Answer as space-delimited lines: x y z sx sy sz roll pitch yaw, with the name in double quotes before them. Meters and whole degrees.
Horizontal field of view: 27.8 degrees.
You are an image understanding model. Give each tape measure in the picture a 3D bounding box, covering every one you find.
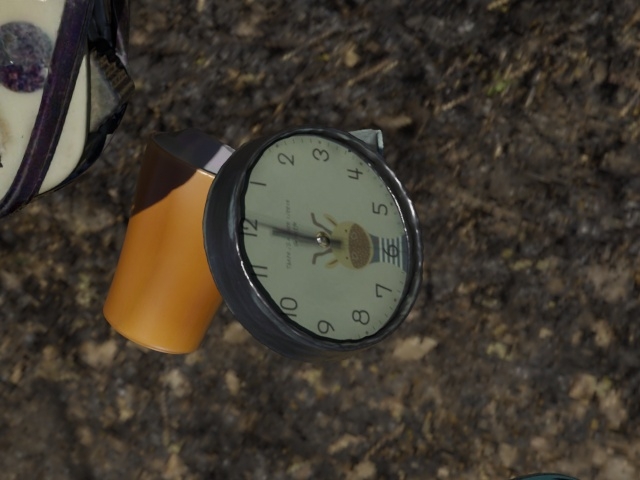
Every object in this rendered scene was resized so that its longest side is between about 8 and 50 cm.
"tape measure" -0.257 -0.129 1.033 0.271 0.133 0.231 -15 107 7

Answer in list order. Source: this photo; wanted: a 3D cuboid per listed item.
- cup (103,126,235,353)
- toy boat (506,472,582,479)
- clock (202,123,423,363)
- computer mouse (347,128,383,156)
"cup" -0.165 -0.008 1.614 0.182 0.226 0.264 22 103 -9
"toy boat" 0.111 0.223 0.878 0.103 0.246 0.093 -41 73 53
"clock" 0.000 0.000 0.973 0.184 0.184 0.040 46 143 -14
"computer mouse" 0.020 -0.050 1.407 0.079 0.231 0.128 23 114 23
